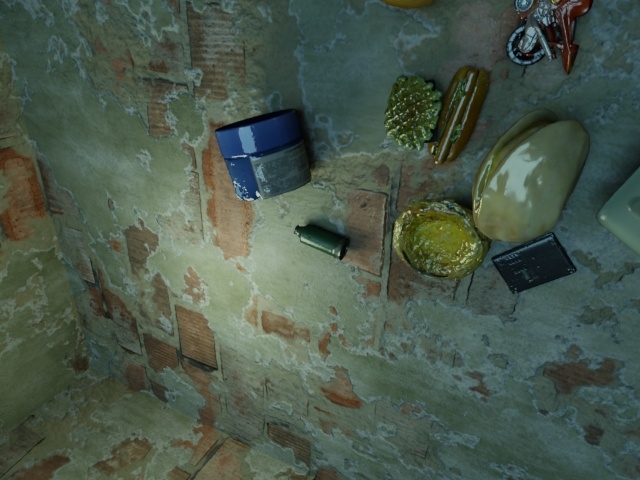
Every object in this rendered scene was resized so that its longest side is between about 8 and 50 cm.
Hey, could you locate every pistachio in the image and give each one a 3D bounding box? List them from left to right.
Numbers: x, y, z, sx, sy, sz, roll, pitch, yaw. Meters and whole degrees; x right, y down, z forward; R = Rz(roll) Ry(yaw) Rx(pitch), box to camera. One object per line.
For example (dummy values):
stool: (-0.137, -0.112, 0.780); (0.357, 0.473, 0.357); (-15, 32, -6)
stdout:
pistachio: (0.481, -0.142, 1.022); (0.229, 0.237, 0.321); (56, 132, 48)

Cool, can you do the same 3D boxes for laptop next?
laptop: (0.583, 0.067, 1.194); (0.180, 0.016, 0.129); (-31, 97, 35)

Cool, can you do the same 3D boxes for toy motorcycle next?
toy motorcycle: (0.503, -0.514, 0.905); (0.171, 0.089, 0.298); (19, 122, 19)

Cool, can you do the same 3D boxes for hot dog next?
hot dog: (0.347, -0.312, 1.105); (0.100, 0.068, 0.250); (25, 123, 18)

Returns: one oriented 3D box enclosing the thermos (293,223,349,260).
thermos: (0.000, -0.004, 1.453); (0.187, 0.083, 0.073); (24, 101, 19)

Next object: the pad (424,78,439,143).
pad: (0.262, -0.335, 1.142); (0.112, 0.003, 0.157); (9, 110, 51)

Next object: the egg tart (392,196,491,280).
egg tart: (0.338, -0.017, 1.231); (0.290, 0.107, 0.291); (17, 132, 20)

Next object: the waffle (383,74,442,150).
waffle: (0.238, -0.334, 1.140); (0.169, 0.036, 0.184); (38, 132, 36)

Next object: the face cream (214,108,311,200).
face cream: (-0.167, -0.255, 1.306); (0.248, 0.249, 0.225); (-2, 113, 30)

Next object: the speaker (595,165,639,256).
speaker: (0.777, -0.138, 0.869); (0.184, 0.183, 0.406); (49, 130, 29)

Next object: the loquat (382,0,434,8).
loquat: (0.196, -0.638, 0.917); (0.262, 0.263, 0.263); (12, 119, 23)
